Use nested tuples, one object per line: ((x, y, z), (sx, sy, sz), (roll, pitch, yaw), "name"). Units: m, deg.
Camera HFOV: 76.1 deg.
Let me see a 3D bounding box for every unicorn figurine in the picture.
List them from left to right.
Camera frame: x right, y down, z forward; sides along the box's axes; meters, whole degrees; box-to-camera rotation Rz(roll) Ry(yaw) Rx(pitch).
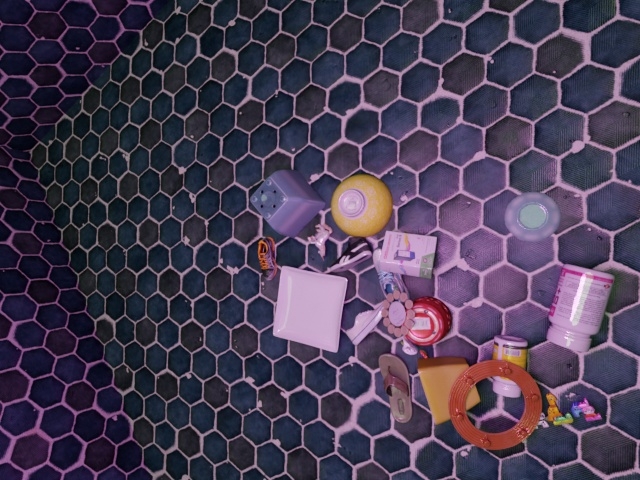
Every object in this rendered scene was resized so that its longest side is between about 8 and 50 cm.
((0.000, 0.000, 1.917), (0.111, 0.060, 0.161), (35, 103, 21), "unicorn figurine")

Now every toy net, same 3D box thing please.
((0.369, 0.441, 1.651), (0.045, 0.232, 0.122), (-46, 68, 6), "toy net")

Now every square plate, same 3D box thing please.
((-0.049, 0.316, 1.929), (0.344, 0.049, 0.347), (9, 93, 24), "square plate")

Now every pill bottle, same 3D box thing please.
((0.714, 0.474, 1.553), (0.119, 0.119, 0.208), (5, 92, 25), "pill bottle")
((0.909, 0.235, 1.445), (0.161, 0.160, 0.282), (15, 95, 24), "pill bottle")

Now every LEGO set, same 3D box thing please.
((0.879, 0.611, 1.499), (0.227, 0.087, 0.093), (-26, 76, 29), "LEGO set")

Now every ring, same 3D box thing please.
((0.637, 0.602, 1.486), (0.337, 0.032, 0.336), (0, 94, 1), "ring")

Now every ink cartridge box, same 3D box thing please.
((0.361, 0.057, 1.687), (0.213, 0.093, 0.154), (8, 61, 18), "ink cartridge box")

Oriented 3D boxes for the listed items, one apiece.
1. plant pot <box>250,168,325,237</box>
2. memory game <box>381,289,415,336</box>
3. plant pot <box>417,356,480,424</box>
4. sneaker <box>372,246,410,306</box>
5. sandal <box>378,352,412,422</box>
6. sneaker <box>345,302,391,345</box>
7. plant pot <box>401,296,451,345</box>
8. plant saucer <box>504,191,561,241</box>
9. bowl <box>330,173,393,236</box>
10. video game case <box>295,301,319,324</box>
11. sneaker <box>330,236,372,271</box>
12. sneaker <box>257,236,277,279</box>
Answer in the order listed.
((-0.179, -0.182, 1.897), (0.248, 0.252, 0.247), (-46, 72, 17), "plant pot")
((0.308, 0.291, 1.634), (0.186, 0.012, 0.186), (-11, 76, 55), "memory game")
((0.506, 0.566, 1.612), (0.187, 0.212, 0.212), (-18, 82, 11), "plant pot")
((0.298, 0.155, 1.745), (0.110, 0.122, 0.282), (-28, 78, 22), "sneaker")
((0.326, 0.630, 1.746), (0.120, 0.086, 0.302), (-17, 82, 23), "sandal")
((0.204, 0.350, 1.801), (0.091, 0.094, 0.258), (43, 107, 14), "sneaker")
((0.425, 0.333, 1.660), (0.191, 0.174, 0.191), (1, 92, 25), "plant pot")
((0.809, -0.091, 1.562), (0.195, 0.037, 0.194), (0, 90, 24), "plant saucer")
((0.159, -0.157, 1.795), (0.290, 0.156, 0.289), (0, 90, 24), "bowl")
((-0.063, 0.350, 1.969), (0.122, 0.011, 0.087), (8, 92, 25), "video game case")
((0.130, 0.055, 1.859), (0.217, 0.079, 0.121), (-28, 61, 29), "sneaker")
((-0.274, 0.091, 2.030), (0.084, 0.083, 0.214), (-7, 88, 23), "sneaker")
